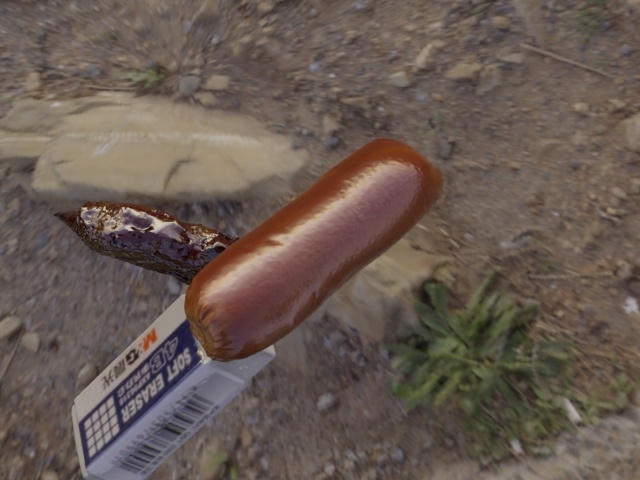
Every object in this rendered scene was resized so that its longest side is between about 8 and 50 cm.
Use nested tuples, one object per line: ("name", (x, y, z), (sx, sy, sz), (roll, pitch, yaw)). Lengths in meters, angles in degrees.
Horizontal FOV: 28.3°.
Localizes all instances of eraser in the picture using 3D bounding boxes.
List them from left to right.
("eraser", (-0.182, 0.172, 1.534), (0.279, 0.124, 0.081), (-43, 131, 19))

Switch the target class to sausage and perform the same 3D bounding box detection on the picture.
("sausage", (0.000, 0.000, 1.138), (0.300, 0.089, 0.083), (-41, 141, -28))

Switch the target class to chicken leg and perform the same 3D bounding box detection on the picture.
("chicken leg", (-0.156, 0.005, 1.283), (0.234, 0.105, 0.063), (18, 70, -10))
